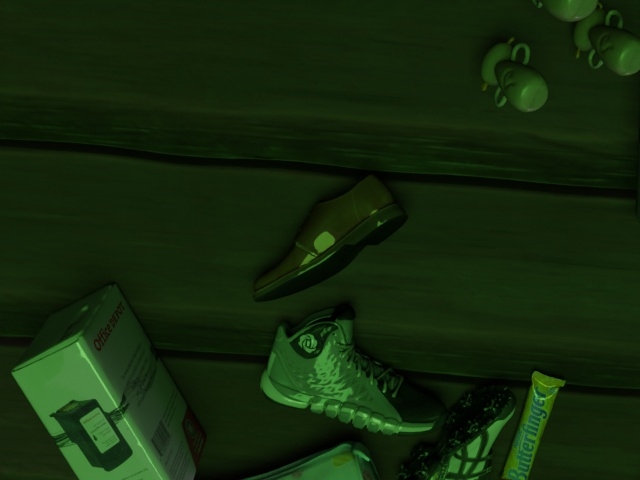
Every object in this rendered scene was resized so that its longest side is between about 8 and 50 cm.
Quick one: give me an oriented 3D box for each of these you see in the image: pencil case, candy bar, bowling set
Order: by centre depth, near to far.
[{"bbox_3d":[0.301,-0.253,1.412,0.199,0.154,0.287,18,110,-22],"label":"bowling set"},{"bbox_3d":[0.256,0.234,1.633,0.040,0.018,0.161,15,109,-1],"label":"candy bar"},{"bbox_3d":[-0.056,0.333,1.644,0.273,0.113,0.124,-17,87,10],"label":"pencil case"}]

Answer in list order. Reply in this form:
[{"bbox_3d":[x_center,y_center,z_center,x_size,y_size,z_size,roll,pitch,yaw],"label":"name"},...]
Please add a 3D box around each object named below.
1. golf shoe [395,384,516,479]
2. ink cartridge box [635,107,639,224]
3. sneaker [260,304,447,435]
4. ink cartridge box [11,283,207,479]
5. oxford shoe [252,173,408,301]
[{"bbox_3d":[0.183,0.257,1.625,0.094,0.077,0.198,33,116,-19],"label":"golf shoe"},{"bbox_3d":[0.427,-0.108,1.463,0.148,0.086,0.203,-2,109,5],"label":"ink cartridge box"},{"bbox_3d":[0.048,0.147,1.586,0.228,0.086,0.132,12,108,1],"label":"sneaker"},{"bbox_3d":[-0.243,0.194,1.577,0.100,0.172,0.237,-25,106,13],"label":"ink cartridge box"},{"bbox_3d":[0.000,0.000,1.556,0.212,0.076,0.076,-35,73,17],"label":"oxford shoe"}]
